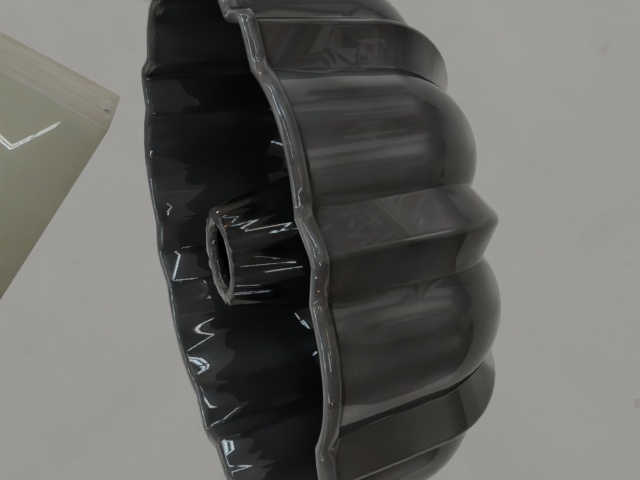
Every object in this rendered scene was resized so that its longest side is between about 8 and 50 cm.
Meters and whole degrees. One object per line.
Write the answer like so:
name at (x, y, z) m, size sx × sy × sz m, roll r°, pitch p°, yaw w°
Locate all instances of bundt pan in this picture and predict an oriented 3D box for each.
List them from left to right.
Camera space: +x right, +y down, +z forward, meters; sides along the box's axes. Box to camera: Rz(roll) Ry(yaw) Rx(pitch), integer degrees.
bundt pan at (0.000, 0.000, 0.784) m, size 0.331 × 0.124 × 0.331 m, roll 170°, pitch 90°, yaw -72°

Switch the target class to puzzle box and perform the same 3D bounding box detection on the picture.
puzzle box at (-0.403, -0.111, 1.129) m, size 0.272 × 0.409 × 0.052 m, roll -50°, pitch 20°, yaw 36°
